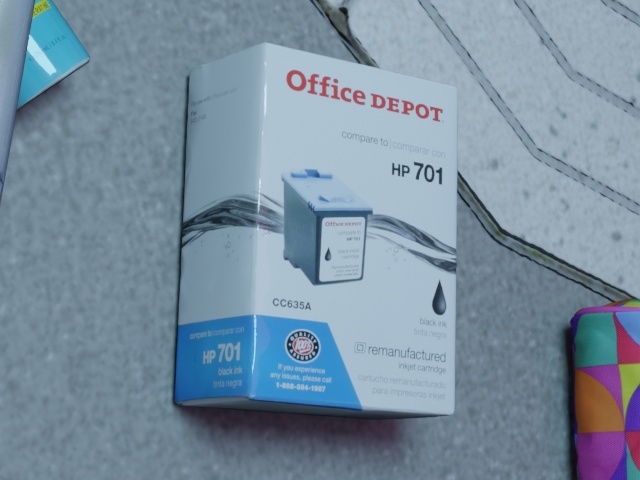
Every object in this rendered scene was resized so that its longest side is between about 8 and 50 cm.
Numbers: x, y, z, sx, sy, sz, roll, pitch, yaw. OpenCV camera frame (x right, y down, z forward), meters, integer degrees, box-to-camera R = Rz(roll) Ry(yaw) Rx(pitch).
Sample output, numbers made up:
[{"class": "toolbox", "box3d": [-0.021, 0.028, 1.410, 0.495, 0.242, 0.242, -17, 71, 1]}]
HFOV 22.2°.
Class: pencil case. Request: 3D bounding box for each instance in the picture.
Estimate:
[{"class": "pencil case", "box3d": [0.213, 0.154, 1.018, 0.104, 0.104, 0.236, 0, 82, -35]}]

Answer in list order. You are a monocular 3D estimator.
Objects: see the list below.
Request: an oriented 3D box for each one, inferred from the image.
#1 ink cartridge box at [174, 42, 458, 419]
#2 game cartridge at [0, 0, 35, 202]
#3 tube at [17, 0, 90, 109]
[{"class": "ink cartridge box", "box3d": [0.000, 0.000, 0.902, 0.139, 0.082, 0.191, 8, 80, -34]}, {"class": "game cartridge", "box3d": [-0.244, -0.116, 0.731, 0.230, 0.068, 0.355, 13, 75, -22]}, {"class": "tube", "box3d": [-0.196, -0.160, 0.813, 0.207, 0.052, 0.080, 54, 51, -9]}]
